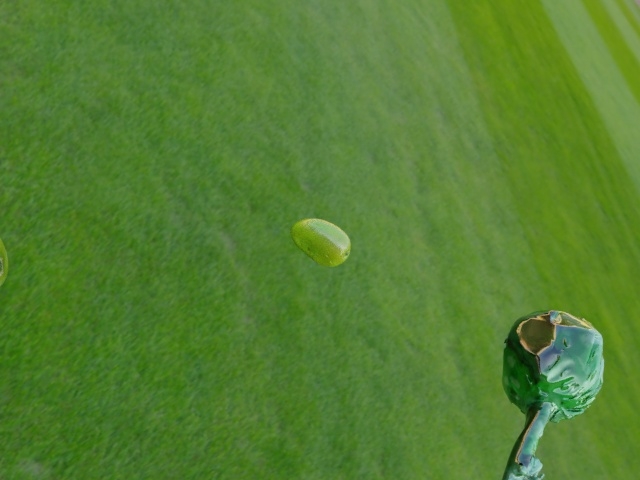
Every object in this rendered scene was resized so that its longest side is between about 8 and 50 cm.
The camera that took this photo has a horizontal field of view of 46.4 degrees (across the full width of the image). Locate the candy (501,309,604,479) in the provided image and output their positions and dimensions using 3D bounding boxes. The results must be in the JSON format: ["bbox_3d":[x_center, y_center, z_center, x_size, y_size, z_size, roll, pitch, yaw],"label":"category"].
[{"bbox_3d":[0.160,0.189,0.604,0.097,0.097,0.323,44,53,-17],"label":"candy"}]

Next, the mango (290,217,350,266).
[{"bbox_3d":[0.000,0.000,1.258,0.108,0.073,0.056,22,37,-3],"label":"mango"}]

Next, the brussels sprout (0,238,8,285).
[{"bbox_3d":[-0.776,0.035,1.647,0.181,0.144,0.161,42,36,15],"label":"brussels sprout"}]
